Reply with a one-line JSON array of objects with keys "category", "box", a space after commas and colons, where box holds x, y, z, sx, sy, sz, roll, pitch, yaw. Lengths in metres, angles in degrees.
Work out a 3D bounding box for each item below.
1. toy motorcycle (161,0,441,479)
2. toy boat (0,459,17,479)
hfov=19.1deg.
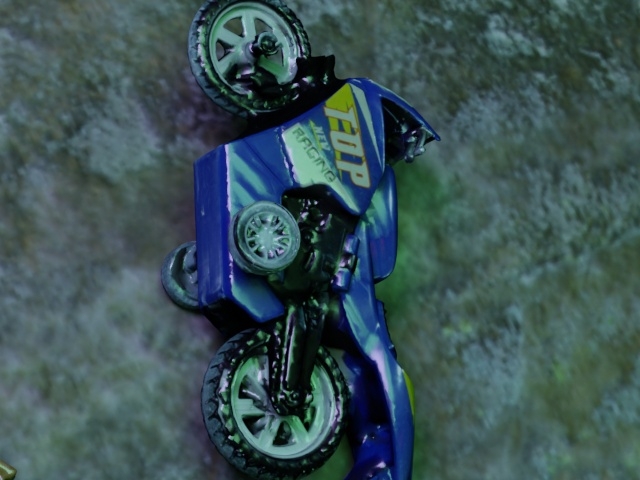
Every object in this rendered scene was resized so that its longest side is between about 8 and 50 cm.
[{"category": "toy motorcycle", "box": [0.000, 0.000, 1.155, 0.169, 0.113, 0.315, 4, 75, -28]}, {"category": "toy boat", "box": [-0.219, 0.127, 1.048, 0.206, 0.064, 0.072, 29, 44, -3]}]
